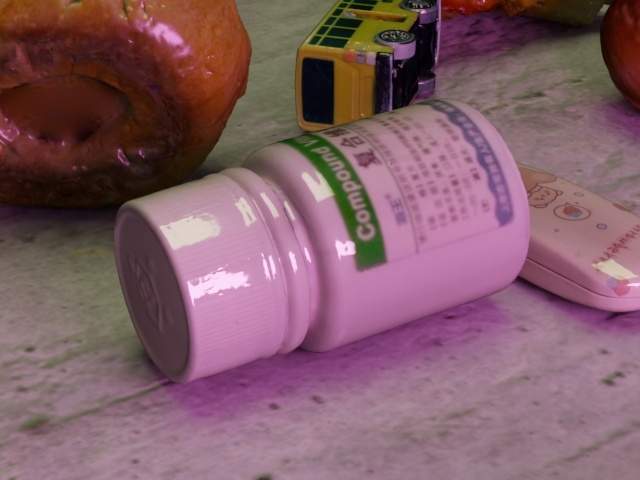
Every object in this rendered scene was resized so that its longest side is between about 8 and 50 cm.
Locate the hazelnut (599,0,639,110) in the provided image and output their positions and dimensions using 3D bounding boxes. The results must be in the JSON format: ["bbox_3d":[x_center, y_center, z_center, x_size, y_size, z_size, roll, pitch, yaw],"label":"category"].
[{"bbox_3d":[0.306,-0.160,1.231,0.143,0.143,0.154,23,21,37],"label":"hazelnut"}]

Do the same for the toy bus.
[{"bbox_3d":[0.044,-0.156,1.277,0.101,0.088,0.175,8,30,15],"label":"toy bus"}]

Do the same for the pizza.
[{"bbox_3d":[0.161,-0.240,1.406,0.288,0.075,0.280,7,0,-3],"label":"pizza"}]

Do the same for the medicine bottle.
[{"bbox_3d":[0.000,0.000,0.949,0.237,0.139,0.139,-17,32,-24],"label":"medicine bottle"}]

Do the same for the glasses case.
[{"bbox_3d":[0.157,-0.007,1.035,0.081,0.051,0.204,-21,34,-33],"label":"glasses case"}]

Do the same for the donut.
[{"bbox_3d":[-0.179,-0.121,1.110,0.261,0.208,0.128,-10,40,14],"label":"donut"}]
